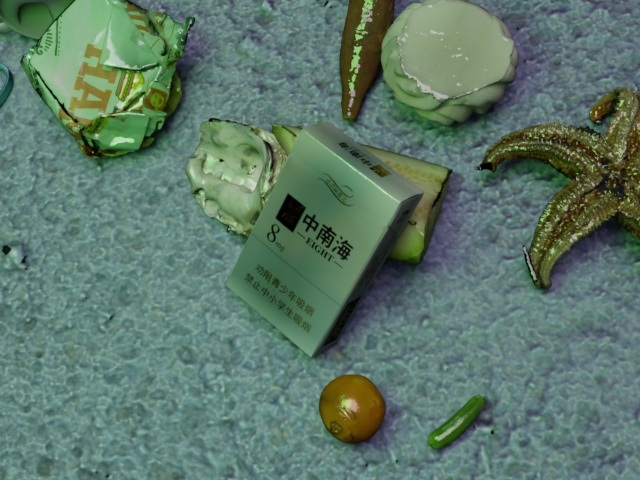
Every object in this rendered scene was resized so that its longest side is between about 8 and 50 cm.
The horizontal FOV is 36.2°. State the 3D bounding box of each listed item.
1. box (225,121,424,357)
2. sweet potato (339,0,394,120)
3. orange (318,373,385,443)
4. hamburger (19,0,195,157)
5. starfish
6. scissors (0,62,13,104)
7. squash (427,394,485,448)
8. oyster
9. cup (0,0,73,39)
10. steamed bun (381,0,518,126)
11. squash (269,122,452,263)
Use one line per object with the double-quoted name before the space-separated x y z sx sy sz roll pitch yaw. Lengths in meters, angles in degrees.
"box" 0.000 0.000 1.178 0.155 0.067 0.243 39 120 16
"sweet potato" 0.072 -0.318 1.339 0.072 0.066 0.315 10 97 -15
"orange" 0.038 0.200 1.163 0.083 0.083 0.084 -2 68 5
"hamburger" -0.272 -0.235 1.346 0.235 0.125 0.214 -41 76 -7
"starfish" 0.370 -0.055 1.222 0.303 0.113 0.312 -37 60 -12
"scissors" -0.515 -0.146 1.381 0.125 0.030 0.256 3 66 6
"squash" 0.165 0.218 1.174 0.089 0.027 0.027 -39 70 -11
"oyster" -0.098 -0.069 1.297 0.163 0.081 0.191 -10 82 27
"cup" -0.400 -0.376 1.425 0.134 0.173 0.142 9 64 -25
"steamed bun" 0.169 -0.234 1.310 0.182 0.106 0.183 -1 73 3
"squash" 0.025 -0.054 1.252 0.252 0.093 0.169 16 35 10
